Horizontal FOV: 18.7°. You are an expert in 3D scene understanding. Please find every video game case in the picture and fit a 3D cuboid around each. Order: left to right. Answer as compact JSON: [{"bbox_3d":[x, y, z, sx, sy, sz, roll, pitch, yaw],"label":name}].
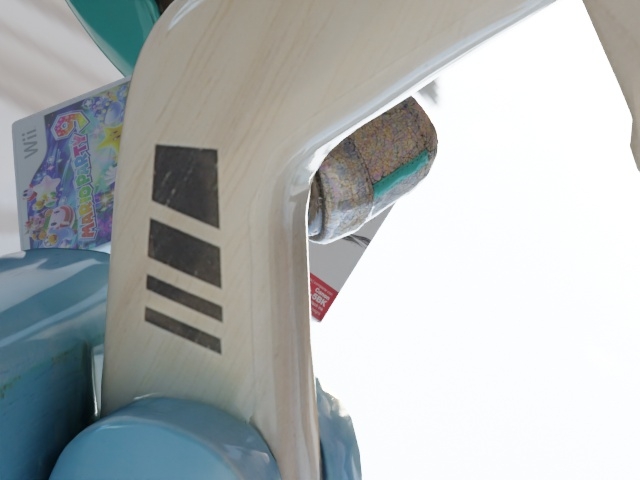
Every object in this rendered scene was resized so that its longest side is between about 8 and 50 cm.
[{"bbox_3d":[-0.076,-0.038,0.842,0.011,0.122,0.087,52,-159,-51],"label":"video game case"}]

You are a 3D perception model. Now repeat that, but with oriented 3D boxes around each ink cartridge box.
[{"bbox_3d":[0.000,0.000,1.706,0.056,0.099,0.135,35,-99,-16],"label":"ink cartridge box"}]

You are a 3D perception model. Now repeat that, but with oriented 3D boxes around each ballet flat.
[{"bbox_3d":[-0.043,-0.107,1.052,0.106,0.107,0.316,-24,-131,-21],"label":"ballet flat"}]

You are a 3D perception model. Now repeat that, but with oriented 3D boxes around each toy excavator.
[{"bbox_3d":[-0.063,0.062,0.655,0.222,0.433,0.445,-30,-58,-64],"label":"toy excavator"}]
